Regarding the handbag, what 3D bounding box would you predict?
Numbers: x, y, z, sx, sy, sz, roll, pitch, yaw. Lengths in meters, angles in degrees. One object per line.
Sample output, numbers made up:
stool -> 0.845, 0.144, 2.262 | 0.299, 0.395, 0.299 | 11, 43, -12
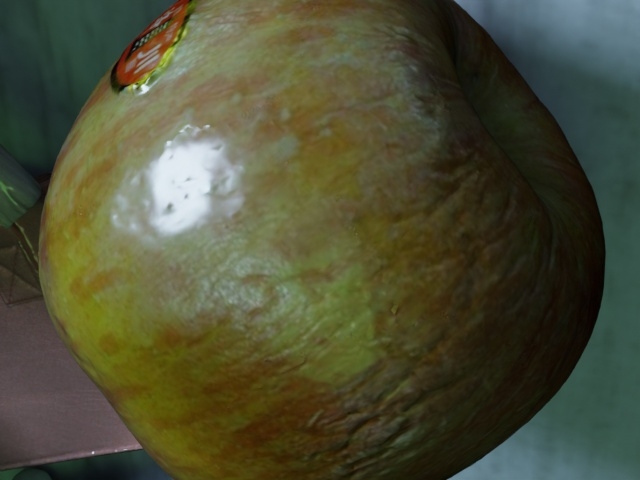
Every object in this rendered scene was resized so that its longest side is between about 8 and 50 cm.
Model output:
handbag -> -0.181, 0.048, 0.606 | 0.213, 0.059, 0.157 | -13, 120, 20

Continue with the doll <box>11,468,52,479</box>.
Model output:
doll -> -0.158, 0.217, 0.691 | 0.241, 0.098, 0.135 | -34, 116, 26

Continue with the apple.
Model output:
apple -> 0.000, 0.000, 0.448 | 0.188, 0.211, 0.211 | -31, 112, 23

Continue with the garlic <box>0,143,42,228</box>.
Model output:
garlic -> -0.205, -0.071, 0.468 | 0.212, 0.218, 0.218 | 24, 126, -25
